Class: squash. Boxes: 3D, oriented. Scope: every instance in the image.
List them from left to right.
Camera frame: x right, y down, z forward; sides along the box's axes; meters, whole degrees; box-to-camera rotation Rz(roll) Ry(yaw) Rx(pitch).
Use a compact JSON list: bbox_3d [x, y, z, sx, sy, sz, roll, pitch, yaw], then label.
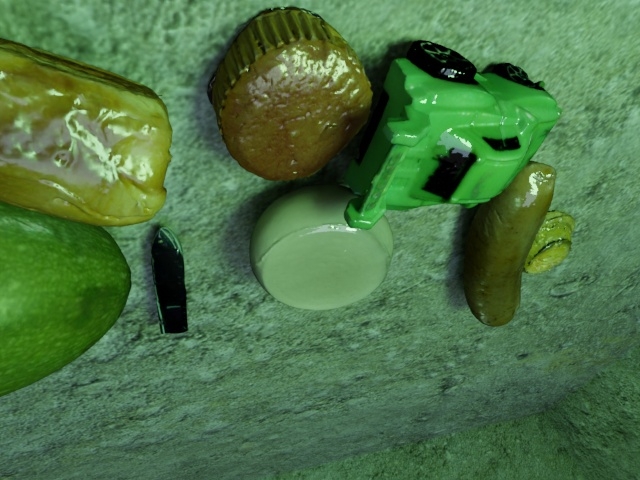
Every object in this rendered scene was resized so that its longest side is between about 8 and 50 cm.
[{"bbox_3d":[-0.390,0.076,0.496,0.308,0.311,0.310,14,129,-38],"label":"squash"}]

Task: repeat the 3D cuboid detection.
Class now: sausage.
[{"bbox_3d":[0.375,0.030,0.887,0.136,0.123,0.501,11,143,23],"label":"sausage"}]

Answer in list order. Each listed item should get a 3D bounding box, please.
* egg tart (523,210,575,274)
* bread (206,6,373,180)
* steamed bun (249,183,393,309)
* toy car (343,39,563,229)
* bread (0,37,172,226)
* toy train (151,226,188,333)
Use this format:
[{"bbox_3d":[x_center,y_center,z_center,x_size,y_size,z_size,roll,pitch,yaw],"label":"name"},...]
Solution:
[{"bbox_3d":[0.513,0.019,0.980,0.191,0.074,0.191,-13,141,-10],"label":"egg tart"},{"bbox_3d":[-0.035,-0.168,0.522,0.198,0.104,0.199,-11,139,-10],"label":"bread"},{"bbox_3d":[0.000,0.000,0.688,0.231,0.145,0.232,-4,136,-4],"label":"steamed bun"},{"bbox_3d":[0.183,-0.130,0.589,0.358,0.177,0.214,-2,137,-28],"label":"toy car"},{"bbox_3d":[-0.317,-0.117,0.397,0.343,0.195,0.149,12,110,-32],"label":"bread"},{"bbox_3d":[-0.260,0.066,0.731,0.054,0.048,0.252,0,130,-15],"label":"toy train"}]
